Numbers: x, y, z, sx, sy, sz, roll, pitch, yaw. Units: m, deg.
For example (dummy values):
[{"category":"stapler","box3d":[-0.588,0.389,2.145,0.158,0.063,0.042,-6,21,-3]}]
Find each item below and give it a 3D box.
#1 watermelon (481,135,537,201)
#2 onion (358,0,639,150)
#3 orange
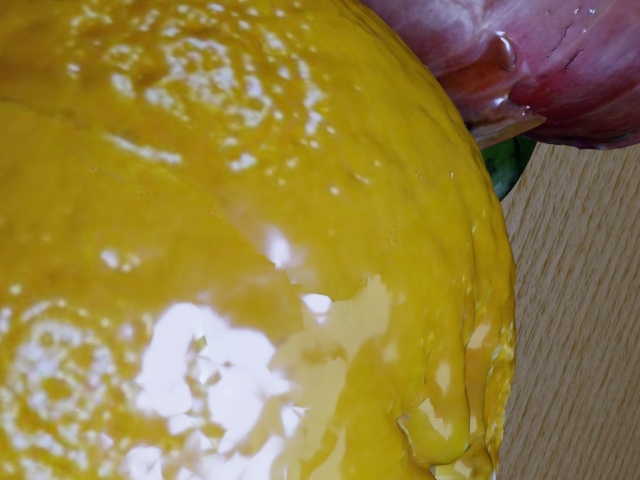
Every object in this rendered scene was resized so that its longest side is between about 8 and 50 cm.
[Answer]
[{"category":"watermelon","box3d":[0.079,-0.094,1.222,0.204,0.127,0.232,-67,150,-45]},{"category":"onion","box3d":[0.101,-0.194,0.985,0.353,0.354,0.353,-47,147,-45]},{"category":"orange","box3d":[-0.065,0.043,0.808,0.340,0.293,0.340,-49,149,-43]}]
